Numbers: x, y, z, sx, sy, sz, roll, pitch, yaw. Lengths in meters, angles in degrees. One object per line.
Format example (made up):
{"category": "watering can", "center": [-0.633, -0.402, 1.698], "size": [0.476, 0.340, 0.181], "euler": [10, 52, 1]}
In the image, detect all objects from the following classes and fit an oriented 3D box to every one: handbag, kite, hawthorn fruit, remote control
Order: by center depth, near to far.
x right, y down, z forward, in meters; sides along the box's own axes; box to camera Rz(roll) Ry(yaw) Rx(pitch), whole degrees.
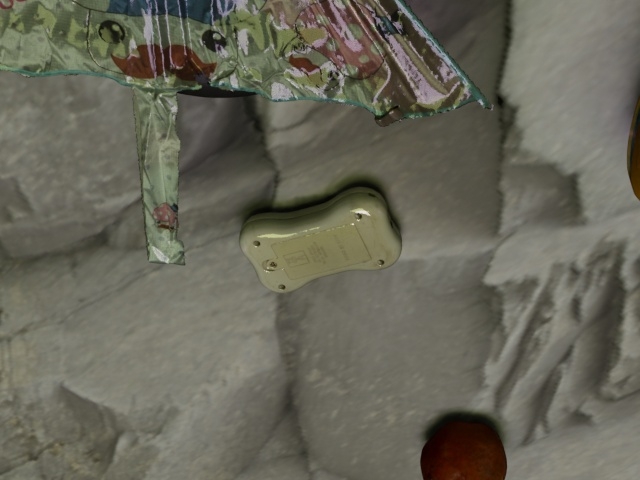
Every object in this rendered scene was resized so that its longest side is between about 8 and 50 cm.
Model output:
{"category": "handbag", "center": [-0.052, -0.223, 0.571], "size": [0.253, 0.093, 0.308], "euler": [31, 127, -16]}
{"category": "kite", "center": [-0.097, -0.123, 0.589], "size": [0.406, 0.014, 0.368], "euler": [6, 129, 3]}
{"category": "remote control", "center": [0.000, 0.000, 0.788], "size": [0.122, 0.032, 0.074], "euler": [-13, 127, 18]}
{"category": "hawthorn fruit", "center": [0.129, 0.214, 0.910], "size": [0.081, 0.093, 0.081], "euler": [4, 132, 4]}

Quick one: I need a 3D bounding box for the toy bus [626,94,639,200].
{"category": "toy bus", "center": [0.298, -0.057, 0.634], "size": [0.209, 0.136, 0.126], "euler": [11, 100, -3]}
